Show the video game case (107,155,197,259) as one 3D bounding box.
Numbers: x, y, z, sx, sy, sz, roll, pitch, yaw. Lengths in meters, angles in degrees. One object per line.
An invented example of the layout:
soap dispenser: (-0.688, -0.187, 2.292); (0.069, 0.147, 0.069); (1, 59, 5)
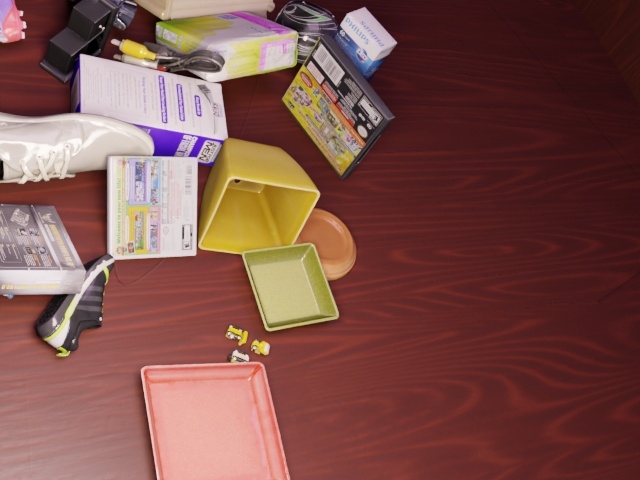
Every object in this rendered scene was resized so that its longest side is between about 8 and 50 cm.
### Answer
video game case: (-0.350, -0.069, 1.818); (0.193, 0.023, 0.212); (-3, 98, -33)

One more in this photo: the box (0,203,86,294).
box: (-0.562, 0.013, 1.625); (0.183, 0.056, 0.231); (2, 33, -36)

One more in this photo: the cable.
cable: (-0.345, -0.402, 2.021); (0.287, 0.139, 0.072); (18, 68, 23)

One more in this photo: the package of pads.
package of pads: (-0.226, -0.485, 2.166); (0.296, 0.101, 0.229); (-20, 39, -38)

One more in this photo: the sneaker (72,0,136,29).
sneaker: (-0.511, -0.581, 2.060); (0.163, 0.226, 0.086); (30, 84, -15)

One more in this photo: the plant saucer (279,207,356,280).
plant saucer: (0.000, 0.000, 2.053); (0.200, 0.037, 0.200); (16, 52, -21)

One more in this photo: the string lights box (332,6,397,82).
string lights box: (0.075, -0.466, 2.284); (0.077, 0.259, 0.133); (-32, 78, -42)

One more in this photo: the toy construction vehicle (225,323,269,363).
toy construction vehicle: (-0.156, 0.228, 1.800); (0.098, 0.035, 0.086); (25, 37, -17)

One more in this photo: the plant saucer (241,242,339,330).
plant saucer: (-0.073, 0.106, 1.914); (0.188, 0.045, 0.188); (-7, 68, -32)

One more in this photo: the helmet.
helmet: (-0.033, -0.555, 2.354); (0.161, 0.169, 0.169); (30, 45, 13)

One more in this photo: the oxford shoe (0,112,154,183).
oxford shoe: (-0.562, -0.174, 1.756); (0.449, 0.169, 0.130); (1, 54, -22)

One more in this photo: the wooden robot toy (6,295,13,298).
wooden robot toy: (-0.624, 0.089, 1.582); (0.076, 0.079, 0.173); (46, 46, 6)

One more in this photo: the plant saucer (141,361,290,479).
plant saucer: (-0.206, 0.361, 1.658); (0.259, 0.048, 0.258); (3, 57, -31)

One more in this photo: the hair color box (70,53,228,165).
hair color box: (-0.390, -0.293, 1.983); (0.339, 0.110, 0.185); (7, 52, -25)

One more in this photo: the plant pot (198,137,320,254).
plant pot: (-0.154, -0.106, 1.937); (0.212, 0.212, 0.187); (8, 41, -26)

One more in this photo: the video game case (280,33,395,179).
video game case: (0.037, -0.329, 2.169); (0.035, 0.248, 0.275); (-26, 74, -40)

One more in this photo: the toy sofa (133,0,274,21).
toy sofa: (-0.300, -0.642, 2.287); (0.362, 0.177, 0.150); (-18, 44, -38)

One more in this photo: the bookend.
bookend: (-0.547, -0.465, 1.979); (0.072, 0.157, 0.156); (36, 46, -3)

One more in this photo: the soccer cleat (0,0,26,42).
soccer cleat: (-0.743, -0.555, 1.983); (0.095, 0.083, 0.248); (-10, 66, -31)

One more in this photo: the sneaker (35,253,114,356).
sneaker: (-0.456, 0.127, 1.675); (0.097, 0.084, 0.234); (51, 44, -23)
